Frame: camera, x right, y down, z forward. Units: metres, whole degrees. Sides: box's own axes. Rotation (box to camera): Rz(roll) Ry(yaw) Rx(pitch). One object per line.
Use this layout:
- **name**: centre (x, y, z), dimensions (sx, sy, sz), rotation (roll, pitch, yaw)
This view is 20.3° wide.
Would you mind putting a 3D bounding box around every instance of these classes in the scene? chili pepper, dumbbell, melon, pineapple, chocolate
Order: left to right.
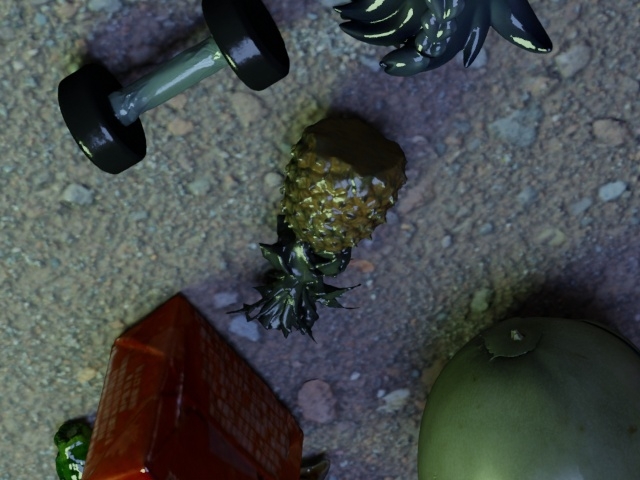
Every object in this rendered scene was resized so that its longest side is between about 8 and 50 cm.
- **chili pepper**: centre (-0.216, 0.259, 1.899), dimensions (0.182, 0.050, 0.073), rotation (36, 108, -31)
- **dumbbell**: centre (-0.129, -0.144, 1.577), dimensions (0.191, 0.100, 0.100), rotation (-30, 124, 14)
- **chocolate**: centre (-0.124, 0.218, 1.771), dimensions (0.108, 0.234, 0.237), rotation (-22, 127, 23)
- **pineapple**: centre (0.000, 0.000, 1.699), dimensions (0.125, 0.125, 0.251), rotation (12, 130, -16)
- **melon**: centre (0.228, 0.226, 1.792), dimensions (0.268, 0.268, 0.330), rotation (-11, 115, 1)

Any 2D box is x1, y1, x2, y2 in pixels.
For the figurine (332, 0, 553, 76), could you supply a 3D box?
- **figurine**: centre (0.097, -0.249, 1.492), dimensions (0.175, 0.197, 0.265), rotation (-25, 125, -19)

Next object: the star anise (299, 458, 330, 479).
- **star anise**: centre (-0.070, 0.354, 1.967), dimensions (0.218, 0.148, 0.227), rotation (-35, 161, -21)
